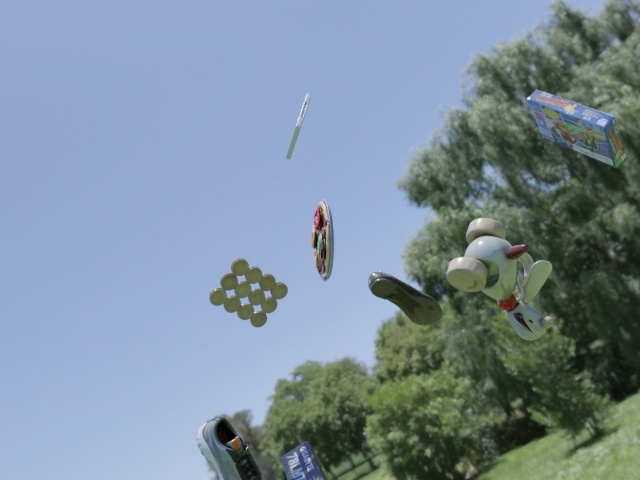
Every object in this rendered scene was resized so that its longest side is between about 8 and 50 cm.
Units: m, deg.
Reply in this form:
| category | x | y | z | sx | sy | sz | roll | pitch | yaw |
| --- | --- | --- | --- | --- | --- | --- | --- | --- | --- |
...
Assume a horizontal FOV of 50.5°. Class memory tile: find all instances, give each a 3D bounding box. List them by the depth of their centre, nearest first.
| category | x | y | z | sx | sy | sz | roll | pitch | yaw |
| --- | --- | --- | --- | --- | --- | --- | --- | --- | --- |
| memory tile | -0.145 | 0.108 | 1.387 | 0.148 | 0.012 | 0.113 | 35 | -89 | -33 |

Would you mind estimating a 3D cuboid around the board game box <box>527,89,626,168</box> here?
| category | x | y | z | sx | sy | sz | roll | pitch | yaw |
| --- | --- | --- | --- | --- | --- | --- | --- | --- | --- |
| board game box | 0.548 | -0.241 | 1.456 | 0.035 | 0.201 | 0.136 | -47 | -45 | -5 |

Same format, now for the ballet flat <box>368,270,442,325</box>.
| category | x | y | z | sx | sy | sz | roll | pitch | yaw |
| --- | --- | --- | --- | --- | --- | --- | --- | --- | --- |
| ballet flat | 0.207 | 0.138 | 1.659 | 0.250 | 0.058 | 0.084 | 30 | -66 | -32 |

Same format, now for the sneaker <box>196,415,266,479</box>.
| category | x | y | z | sx | sy | sz | roll | pitch | yaw |
| --- | --- | --- | --- | --- | --- | --- | --- | --- | --- |
| sneaker | -0.213 | 0.569 | 1.729 | 0.100 | 0.271 | 0.108 | -26 | -19 | -48 |

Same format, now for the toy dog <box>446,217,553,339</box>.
| category | x | y | z | sx | sy | sz | roll | pitch | yaw |
| --- | --- | --- | --- | --- | --- | --- | --- | --- | --- |
| toy dog | 0.420 | 0.086 | 1.445 | 0.334 | 0.220 | 0.161 | 24 | -21 | -38 |

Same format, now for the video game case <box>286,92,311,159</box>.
| category | x | y | z | sx | sy | sz | roll | pitch | yaw |
| --- | --- | --- | --- | --- | --- | --- | --- | --- | --- |
| video game case | -0.045 | -0.235 | 1.395 | 0.011 | 0.122 | 0.087 | 19 | -45 | -4 |

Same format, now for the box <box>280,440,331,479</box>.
| category | x | y | z | sx | sy | sz | roll | pitch | yaw |
| --- | --- | --- | --- | --- | --- | --- | --- | --- | --- |
| box | 0.045 | 0.558 | 1.239 | 0.073 | 0.293 | 0.295 | -32 | 15 | -6 |

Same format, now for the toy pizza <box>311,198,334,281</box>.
| category | x | y | z | sx | sy | sz | roll | pitch | yaw |
| --- | --- | --- | --- | --- | --- | --- | --- | --- | --- |
| toy pizza | 0.000 | 0.000 | 1.653 | 0.032 | 0.201 | 0.201 | -1 | -28 | -10 |
